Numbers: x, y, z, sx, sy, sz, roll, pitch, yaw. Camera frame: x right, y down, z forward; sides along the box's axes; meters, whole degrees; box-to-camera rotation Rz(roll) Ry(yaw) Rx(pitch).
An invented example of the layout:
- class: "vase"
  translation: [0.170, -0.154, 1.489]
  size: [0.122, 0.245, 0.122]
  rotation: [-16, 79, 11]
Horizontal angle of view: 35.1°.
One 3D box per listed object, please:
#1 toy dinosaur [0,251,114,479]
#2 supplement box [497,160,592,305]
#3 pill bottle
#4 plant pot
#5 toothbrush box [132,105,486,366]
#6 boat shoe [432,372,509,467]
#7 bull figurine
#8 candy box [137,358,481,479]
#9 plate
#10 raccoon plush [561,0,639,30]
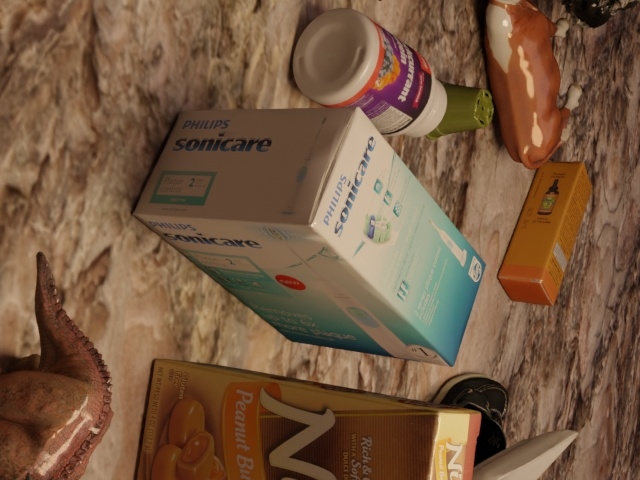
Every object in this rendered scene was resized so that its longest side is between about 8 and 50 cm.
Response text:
- class: "toy dinosaur"
  translation: [-0.215, 0.160, 0.740]
  size: [0.127, 0.200, 0.296]
  rotation: [50, 55, -44]
- class: "supplement box"
  translation: [0.359, -0.015, 1.600]
  size: [0.080, 0.078, 0.233]
  rotation: [49, 57, -44]
- class: "pill bottle"
  translation: [0.065, -0.182, 1.157]
  size: [0.193, 0.108, 0.108]
  rotation: [19, 79, -53]
- class: "plant pot"
  translation: [0.184, -0.175, 1.342]
  size: [0.083, 0.079, 0.083]
  rotation: [-7, 98, -53]
- class: "toothbrush box"
  translation: [0.000, 0.000, 1.000]
  size: [0.295, 0.216, 0.126]
  rotation: [46, 58, -46]
- class: "boat shoe"
  translation: [0.193, 0.269, 1.376]
  size: [0.340, 0.113, 0.127]
  rotation: [-8, 102, -53]
- class: "bull figurine"
  translation: [0.303, -0.264, 1.475]
  size: [0.188, 0.101, 0.310]
  rotation: [-27, 115, -51]
- class: "candy box"
  translation: [-0.023, 0.218, 0.908]
  size: [0.087, 0.316, 0.183]
  rotation: [13, 83, -54]
- class: "plate"
  translation: [0.197, 0.361, 1.350]
  size: [0.277, 0.045, 0.278]
  rotation: [-7, 139, -53]
- class: "raccoon plush"
  translation: [0.368, -0.495, 1.531]
  size: [0.216, 0.446, 0.299]
  rotation: [-43, 100, 7]
